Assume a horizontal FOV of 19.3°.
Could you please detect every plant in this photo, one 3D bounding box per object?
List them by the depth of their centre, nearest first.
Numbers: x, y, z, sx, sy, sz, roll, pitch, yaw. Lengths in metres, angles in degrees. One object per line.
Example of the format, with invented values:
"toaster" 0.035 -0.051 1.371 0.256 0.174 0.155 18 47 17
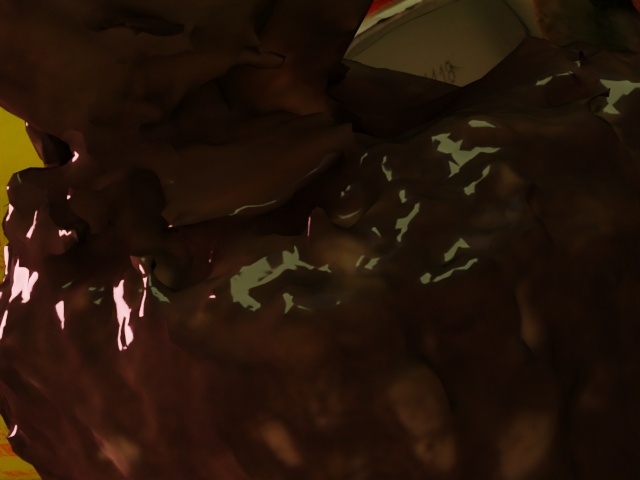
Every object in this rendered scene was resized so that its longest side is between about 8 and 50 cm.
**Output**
"plant" 0.000 0.000 0.607 0.213 0.312 0.215 -15 16 48

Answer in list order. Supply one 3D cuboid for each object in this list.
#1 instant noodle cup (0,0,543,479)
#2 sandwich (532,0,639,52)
"instant noodle cup" -0.042 -0.007 0.912 0.308 0.294 0.294 -1 23 42
"sandwich" 0.241 -0.062 0.714 0.301 0.250 0.162 -11 31 17
